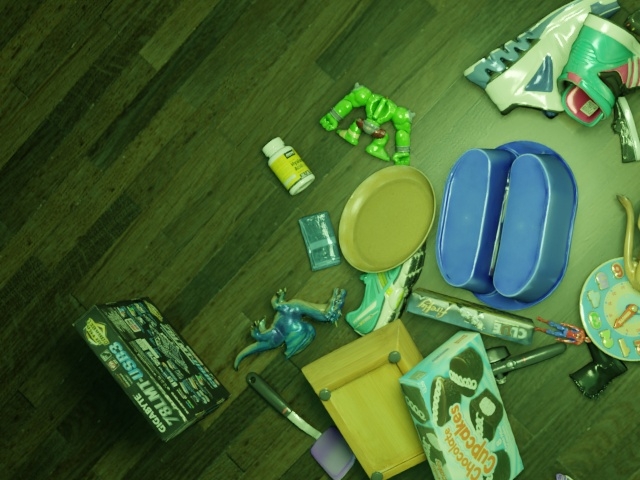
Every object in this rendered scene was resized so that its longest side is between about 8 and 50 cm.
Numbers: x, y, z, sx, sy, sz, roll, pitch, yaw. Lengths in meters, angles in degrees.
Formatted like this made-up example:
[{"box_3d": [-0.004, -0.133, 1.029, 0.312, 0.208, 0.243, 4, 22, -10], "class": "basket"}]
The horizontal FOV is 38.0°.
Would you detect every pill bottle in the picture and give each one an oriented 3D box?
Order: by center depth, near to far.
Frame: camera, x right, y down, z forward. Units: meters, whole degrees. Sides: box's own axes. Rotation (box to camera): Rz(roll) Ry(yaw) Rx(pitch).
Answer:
[{"box_3d": [-0.070, -0.159, 1.968, 0.065, 0.065, 0.116, -39, 84, 9], "class": "pill bottle"}]

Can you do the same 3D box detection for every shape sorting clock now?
[{"box_3d": [0.611, 0.134, 1.831, 0.206, 0.040, 0.206, 1, 84, -8], "class": "shape sorting clock"}]

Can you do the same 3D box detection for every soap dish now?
[{"box_3d": [0.129, 0.334, 1.871, 0.229, 0.118, 0.291, -28, 103, 10], "class": "soap dish"}]

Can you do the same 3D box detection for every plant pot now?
[{"box_3d": [0.140, -0.040, 1.892, 0.236, 0.032, 0.236, -19, 56, 32], "class": "plant pot"}]

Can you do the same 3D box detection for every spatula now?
[{"box_3d": [-0.046, 0.384, 1.986, 0.296, 0.030, 0.084, 41, 96, 8], "class": "spatula"}]

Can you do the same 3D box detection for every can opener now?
[{"box_3d": [0.408, 0.241, 1.884, 0.186, 0.059, 0.073, -16, 87, 11], "class": "can opener"}]

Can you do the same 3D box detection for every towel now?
[{"box_3d": [0.000, 0.000, 1.974, 0.067, 0.029, 0.119, -15, 87, 10], "class": "towel"}]

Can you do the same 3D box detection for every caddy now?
[{"box_3d": [0.370, -0.032, 1.834, 0.241, 0.179, 0.341, 11, 93, 34], "class": "caddy"}]

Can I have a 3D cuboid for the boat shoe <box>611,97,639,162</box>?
[{"box_3d": [0.603, -0.223, 1.849, 0.040, 0.049, 0.142, -17, 90, 11], "class": "boat shoe"}]

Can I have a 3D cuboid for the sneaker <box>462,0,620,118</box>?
[{"box_3d": [0.460, -0.347, 1.848, 0.315, 0.127, 0.182, -32, 97, 5], "class": "sneaker"}]

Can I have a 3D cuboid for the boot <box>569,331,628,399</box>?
[{"box_3d": [0.544, 0.250, 1.869, 0.099, 0.045, 0.121, -42, 81, 14], "class": "boot"}]

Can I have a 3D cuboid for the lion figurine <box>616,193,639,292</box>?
[{"box_3d": [0.720, 0.079, 1.786, 0.392, 0.142, 0.240, 22, 92, 12], "class": "lion figurine"}]

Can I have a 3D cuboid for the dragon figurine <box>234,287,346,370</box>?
[{"box_3d": [-0.065, 0.198, 1.959, 0.144, 0.085, 0.289, 38, 96, 8], "class": "dragon figurine"}]

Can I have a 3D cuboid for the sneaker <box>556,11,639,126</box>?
[{"box_3d": [0.549, -0.295, 1.758, 0.124, 0.295, 0.178, 42, 108, 43], "class": "sneaker"}]

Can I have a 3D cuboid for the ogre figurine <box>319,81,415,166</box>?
[{"box_3d": [0.112, -0.242, 1.919, 0.197, 0.097, 0.118, 34, 108, 20], "class": "ogre figurine"}]

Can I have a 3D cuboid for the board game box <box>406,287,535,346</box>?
[{"box_3d": [0.300, 0.150, 1.851, 0.243, 0.165, 0.042, 15, 93, 11], "class": "board game box"}]

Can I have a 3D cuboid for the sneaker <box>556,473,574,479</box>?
[{"box_3d": [0.453, 0.546, 1.887, 0.071, 0.068, 0.170, 39, 89, 23], "class": "sneaker"}]

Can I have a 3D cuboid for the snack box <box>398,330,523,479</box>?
[{"box_3d": [0.278, 0.360, 1.804, 0.060, 0.187, 0.322, 3, 119, 52], "class": "snack box"}]

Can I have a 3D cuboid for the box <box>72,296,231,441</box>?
[{"box_3d": [-0.337, 0.251, 1.907, 0.073, 0.293, 0.295, -41, 84, 7], "class": "box"}]

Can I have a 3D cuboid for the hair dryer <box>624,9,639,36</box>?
[{"box_3d": [0.766, -0.412, 1.801, 0.223, 0.080, 0.293, -45, 83, 7], "class": "hair dryer"}]

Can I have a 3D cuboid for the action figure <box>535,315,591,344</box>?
[{"box_3d": [0.488, 0.184, 1.868, 0.115, 0.030, 0.038, 16, 89, 27], "class": "action figure"}]

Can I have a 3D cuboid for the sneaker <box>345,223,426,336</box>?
[{"box_3d": [0.138, 0.072, 1.916, 0.110, 0.107, 0.275, 27, 95, 18], "class": "sneaker"}]
